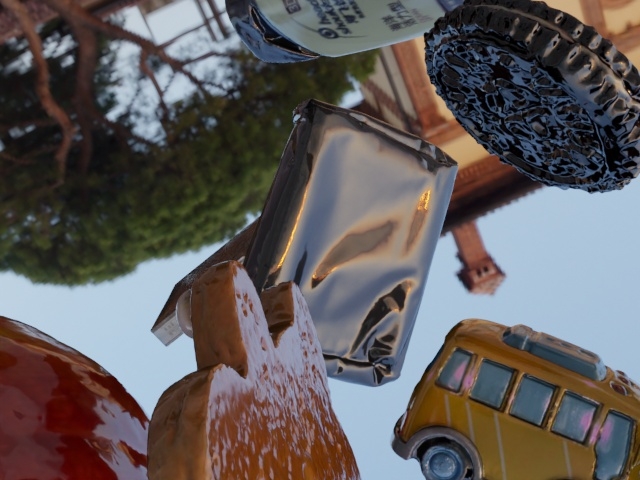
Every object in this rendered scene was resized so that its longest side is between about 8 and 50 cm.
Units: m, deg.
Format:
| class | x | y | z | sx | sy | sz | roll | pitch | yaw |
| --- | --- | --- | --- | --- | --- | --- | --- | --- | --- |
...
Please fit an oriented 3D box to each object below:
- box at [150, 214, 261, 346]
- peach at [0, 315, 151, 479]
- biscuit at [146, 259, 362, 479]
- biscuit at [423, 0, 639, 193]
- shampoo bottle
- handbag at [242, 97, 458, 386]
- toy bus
| class | x | y | z | sx | sy | sz | roll | pitch | yaw |
| --- | --- | --- | --- | --- | --- | --- | --- | --- | --- |
| box | -0.132 | 0.032 | 1.553 | 0.325 | 0.047 | 0.180 | -38 | -166 | 18 |
| peach | -0.250 | 0.222 | 0.649 | 0.370 | 0.370 | 0.370 | -19 | -151 | 11 |
| biscuit | -0.030 | 0.112 | 0.497 | 0.049 | 0.205 | 0.324 | -16 | -179 | 6 |
| biscuit | 0.161 | -0.105 | 0.703 | 0.053 | 0.194 | 0.194 | -50 | -145 | -14 |
| shampoo bottle | 0.076 | -0.262 | 0.967 | 0.359 | 0.134 | 0.078 | -11 | -132 | 32 |
| handbag | -0.001 | 0.000 | 1.124 | 0.178 | 0.275 | 0.301 | 13 | -96 | 55 |
| toy bus | 0.175 | 0.147 | 0.775 | 0.209 | 0.136 | 0.126 | 22 | -168 | 16 |
